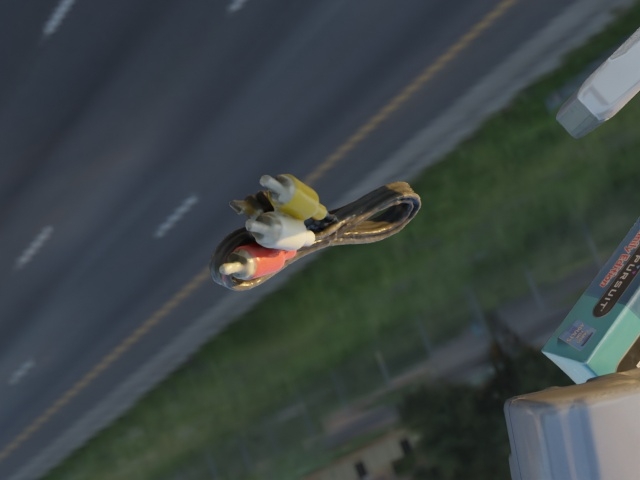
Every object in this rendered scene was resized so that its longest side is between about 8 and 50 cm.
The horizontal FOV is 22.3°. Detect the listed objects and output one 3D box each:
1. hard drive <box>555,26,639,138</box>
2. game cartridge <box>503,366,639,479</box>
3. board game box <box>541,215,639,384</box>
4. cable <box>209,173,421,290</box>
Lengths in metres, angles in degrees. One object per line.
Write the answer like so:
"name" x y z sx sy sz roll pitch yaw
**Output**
"hard drive" 0.303 -0.180 1.469 0.203 0.040 0.307 -45 177 4
"game cartridge" 0.241 0.137 0.726 0.297 0.198 0.062 -11 179 -10
"board game box" 0.422 0.121 1.689 0.254 0.336 0.079 -53 -154 -11
"cable" 0.000 0.000 1.590 0.287 0.072 0.139 5 120 -50
